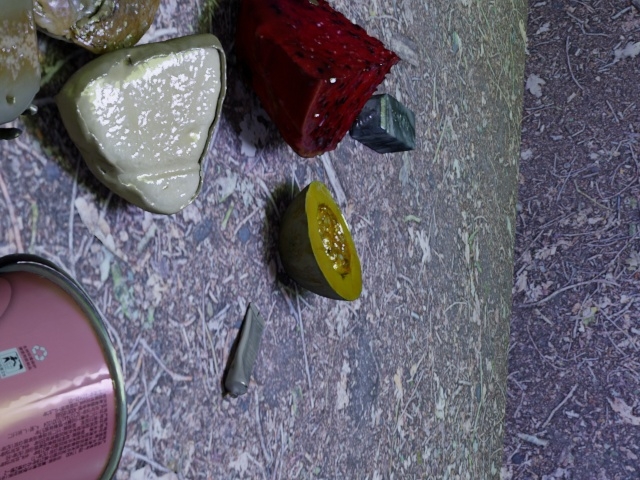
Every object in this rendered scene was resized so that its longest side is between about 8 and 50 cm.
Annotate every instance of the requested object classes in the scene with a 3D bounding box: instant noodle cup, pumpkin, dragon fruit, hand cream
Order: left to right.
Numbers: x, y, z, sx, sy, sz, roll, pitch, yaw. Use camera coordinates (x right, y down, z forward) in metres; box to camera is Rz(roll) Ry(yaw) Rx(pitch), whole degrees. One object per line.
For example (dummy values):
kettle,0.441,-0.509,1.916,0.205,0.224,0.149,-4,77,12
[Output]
instant noodle cup,-0.324,0.146,0.666,0.255,0.244,0.244,-15,101,-55
hand cream,-0.114,0.172,1.291,0.165,0.037,0.057,-77,151,-44
dragon fruit,-0.020,-0.308,1.347,0.302,0.240,0.330,107,-40,-64
pumpkin,-0.013,0.011,1.443,0.217,0.110,0.217,41,40,-47

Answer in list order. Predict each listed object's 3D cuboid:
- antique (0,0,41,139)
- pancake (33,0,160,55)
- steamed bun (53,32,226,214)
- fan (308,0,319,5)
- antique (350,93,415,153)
antique,-0.339,-0.225,0.761,0.125,0.150,0.284,-46,136,-58
pancake,-0.278,-0.404,0.952,0.387,0.082,0.387,0,90,-63
steamed bun,-0.220,-0.135,1.016,0.231,0.110,0.212,-25,126,-41
fan,-0.089,-0.449,1.303,0.226,0.008,0.152,34,26,-21
antique,0.132,-0.248,1.778,0.183,0.086,0.088,14,74,-63
